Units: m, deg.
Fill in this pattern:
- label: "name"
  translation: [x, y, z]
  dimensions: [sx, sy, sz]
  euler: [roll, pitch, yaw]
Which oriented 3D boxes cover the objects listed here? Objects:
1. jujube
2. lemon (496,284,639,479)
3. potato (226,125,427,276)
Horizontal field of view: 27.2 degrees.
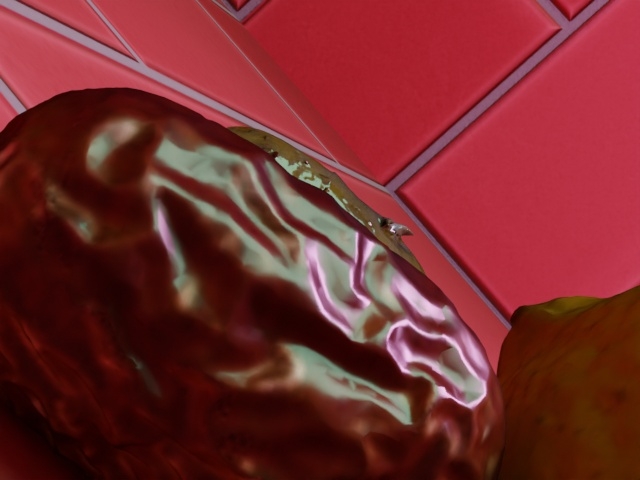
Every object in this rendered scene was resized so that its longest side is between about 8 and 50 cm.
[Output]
- label: "jujube"
  translation: [-0.029, 0.031, 0.386]
  dimensions: [0.176, 0.112, 0.109]
  euler: [42, 9, -15]
- label: "lemon"
  translation: [0.160, 0.130, 0.439]
  dimensions: [0.267, 0.267, 0.267]
  euler: [47, 7, -8]
- label: "potato"
  translation: [0.000, 0.000, 0.821]
  dimensions: [0.188, 0.085, 0.105]
  euler: [42, 6, -11]
